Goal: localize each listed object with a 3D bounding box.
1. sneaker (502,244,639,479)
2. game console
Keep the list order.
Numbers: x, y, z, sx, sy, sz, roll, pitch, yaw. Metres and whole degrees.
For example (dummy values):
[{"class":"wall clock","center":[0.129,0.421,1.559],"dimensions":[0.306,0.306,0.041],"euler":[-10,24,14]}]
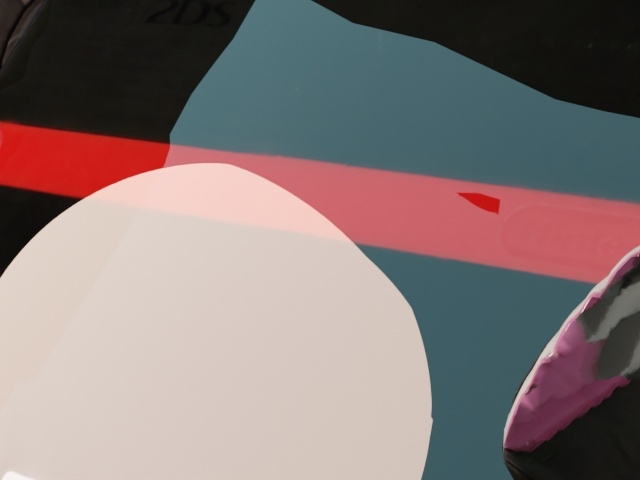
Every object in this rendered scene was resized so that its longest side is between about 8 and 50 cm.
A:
[{"class":"sneaker","center":[0.120,0.009,0.385],"dimensions":[0.178,0.072,0.077],"euler":[-38,-4,-6]},{"class":"game console","center":[0.000,-0.011,0.560],"dimensions":[0.386,0.060,0.342],"euler":[9,65,40]}]
